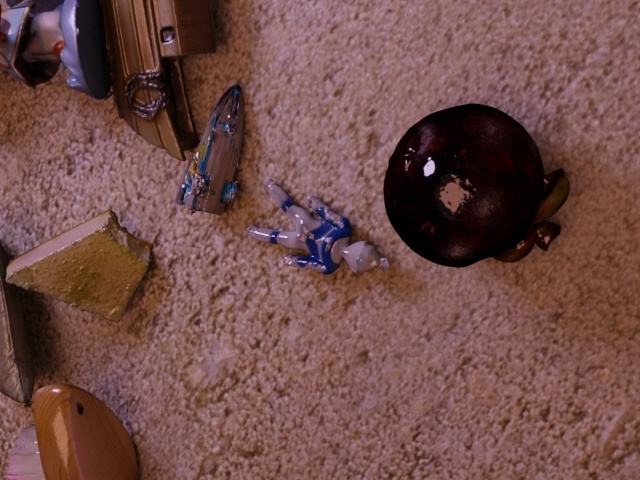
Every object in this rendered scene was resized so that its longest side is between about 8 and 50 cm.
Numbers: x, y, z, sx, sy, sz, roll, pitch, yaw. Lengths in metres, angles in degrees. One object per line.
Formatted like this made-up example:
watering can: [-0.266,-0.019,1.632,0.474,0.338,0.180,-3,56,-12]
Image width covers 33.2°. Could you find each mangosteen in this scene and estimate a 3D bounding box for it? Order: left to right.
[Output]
mangosteen: [0.214,-0.061,1.445,0.265,0.228,0.228,26,108,-19]

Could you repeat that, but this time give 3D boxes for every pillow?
pillow: [-0.524,0.119,1.737,0.075,0.185,0.302,-14,97,-25]

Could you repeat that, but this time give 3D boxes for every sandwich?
sandwich: [-0.367,0.024,1.669,0.193,0.058,0.162,23,108,-24]

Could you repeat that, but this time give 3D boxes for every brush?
brush: [-0.413,0.336,1.705,0.166,0.174,0.266,-6,118,19]

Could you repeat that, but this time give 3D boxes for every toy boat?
toy boat: [-0.231,-0.340,1.582,0.162,0.136,0.445,0,104,15]
toy boat: [-0.152,-0.134,1.618,0.066,0.084,0.210,21,95,55]

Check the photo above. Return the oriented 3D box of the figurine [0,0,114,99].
figurine: [-0.511,-0.330,1.586,0.388,0.276,0.248,-1,77,9]

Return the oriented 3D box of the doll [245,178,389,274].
doll: [0.000,0.000,1.598,0.227,0.057,0.114,27,100,21]
